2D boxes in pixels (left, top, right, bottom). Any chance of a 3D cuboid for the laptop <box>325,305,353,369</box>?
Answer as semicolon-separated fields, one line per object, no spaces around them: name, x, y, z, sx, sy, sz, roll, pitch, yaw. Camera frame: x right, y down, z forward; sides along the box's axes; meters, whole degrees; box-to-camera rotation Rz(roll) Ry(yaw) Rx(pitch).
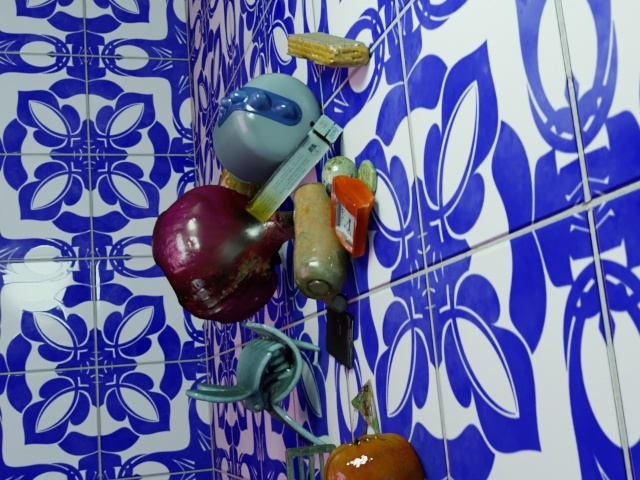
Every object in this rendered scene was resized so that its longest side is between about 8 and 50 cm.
laptop;0.044;0.227;1.969;0.180;0.016;0.129;-160;70;-72

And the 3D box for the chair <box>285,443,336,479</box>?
chair;-0.032;0.649;2.041;0.147;0.137;0.270;144;121;-68

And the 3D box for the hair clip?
hair clip;-0.147;0.357;2.180;0.238;0.392;0.318;-68;13;-9

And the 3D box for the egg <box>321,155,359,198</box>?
egg;0.045;-0.132;1.813;0.085;0.085;0.110;-141;50;-68

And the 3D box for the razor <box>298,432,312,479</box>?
razor;-0.033;0.602;2.223;0.028;0.044;0.154;2;97;46

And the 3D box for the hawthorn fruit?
hawthorn fruit;0.110;0.473;1.526;0.196;0.197;0.225;160;92;-72

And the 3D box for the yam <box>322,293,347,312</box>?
yam;0.032;0.142;1.951;0.094;0.043;0.043;-154;64;-69

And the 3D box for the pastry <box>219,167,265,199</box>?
pastry;-0.225;-0.212;2.535;0.255;0.162;0.310;113;164;-80

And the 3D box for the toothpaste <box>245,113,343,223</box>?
toothpaste;-0.068;-0.170;1.977;0.313;0.071;0.089;-47;7;37

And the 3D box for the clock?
clock;0.070;-0.053;1.763;0.113;0.061;0.155;54;153;38

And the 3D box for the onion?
onion;-0.227;0.019;2.256;0.420;0.398;0.398;-18;72;37

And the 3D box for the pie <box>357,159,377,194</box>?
pie;0.100;-0.134;1.753;0.085;0.017;0.085;175;90;-73

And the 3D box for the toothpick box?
toothpick box;-0.145;-0.299;2.116;0.355;0.263;0.262;158;109;-70

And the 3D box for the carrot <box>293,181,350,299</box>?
carrot;0.000;0.000;1.903;0.138;0.139;0.301;111;161;-51

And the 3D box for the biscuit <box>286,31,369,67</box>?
biscuit;0.010;-0.442;1.889;0.378;0.094;0.054;-134;39;-66

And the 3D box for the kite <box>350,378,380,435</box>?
kite;0.100;0.420;1.820;0.198;0.006;0.244;-133;45;-64
